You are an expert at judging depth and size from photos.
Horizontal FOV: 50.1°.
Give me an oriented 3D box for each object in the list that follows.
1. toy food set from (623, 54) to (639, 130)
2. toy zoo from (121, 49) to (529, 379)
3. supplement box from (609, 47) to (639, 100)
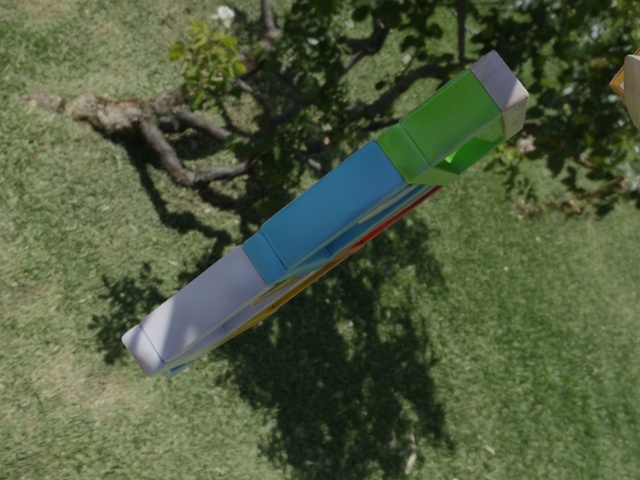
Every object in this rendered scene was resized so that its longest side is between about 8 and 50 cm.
[{"bbox_3d":[0.340,-0.053,0.359,0.219,0.306,0.092,-71,166,-66],"label":"toy food set"},{"bbox_3d":[0.000,0.000,0.441,0.030,0.293,0.192,55,16,6],"label":"toy zoo"},{"bbox_3d":[0.390,-0.112,0.674,0.078,0.080,0.233,18,37,-30],"label":"supplement box"}]
